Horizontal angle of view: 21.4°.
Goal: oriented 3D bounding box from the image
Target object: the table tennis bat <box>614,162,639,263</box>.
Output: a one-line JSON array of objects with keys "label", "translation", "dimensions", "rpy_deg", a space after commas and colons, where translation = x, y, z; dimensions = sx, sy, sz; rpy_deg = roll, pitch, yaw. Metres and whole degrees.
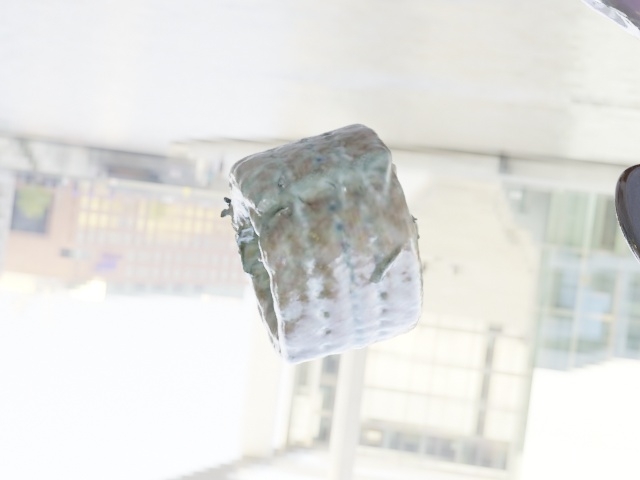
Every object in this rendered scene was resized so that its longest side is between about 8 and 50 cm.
[{"label": "table tennis bat", "translation": [0.305, -0.036, 1.239], "dimensions": [0.119, 0.107, 0.170], "rpy_deg": [-32, 174, 38]}]

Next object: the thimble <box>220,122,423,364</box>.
[{"label": "thimble", "translation": [0.001, 0.006, 1.527], "dimensions": [0.148, 0.196, 0.229], "rpy_deg": [-17, 176, -7]}]

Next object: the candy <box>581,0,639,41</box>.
[{"label": "candy", "translation": [0.243, -0.257, 1.334], "dimensions": [0.265, 0.155, 0.116], "rpy_deg": [39, -170, 15]}]
